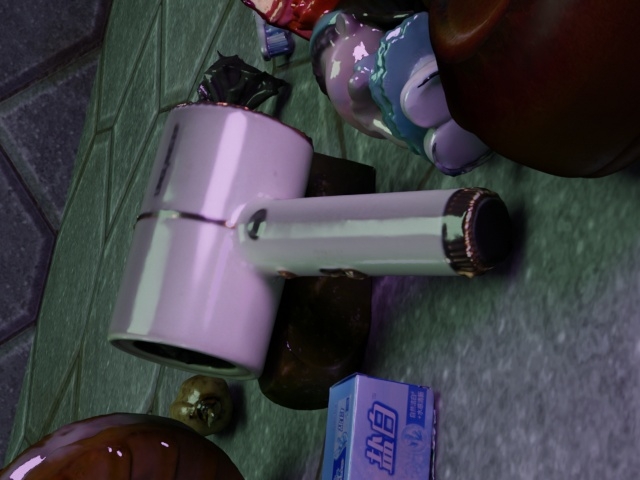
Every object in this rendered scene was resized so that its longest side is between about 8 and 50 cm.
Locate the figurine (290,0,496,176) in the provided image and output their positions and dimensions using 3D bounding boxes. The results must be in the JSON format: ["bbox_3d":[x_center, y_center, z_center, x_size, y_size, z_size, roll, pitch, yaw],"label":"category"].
[{"bbox_3d":[0.060,-0.128,0.950,0.110,0.138,0.245,-33,24,-3],"label":"figurine"}]

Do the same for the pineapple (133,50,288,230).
[{"bbox_3d":[-0.120,-0.088,1.481,0.248,0.128,0.128,-67,20,8],"label":"pineapple"}]

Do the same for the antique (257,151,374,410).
[{"bbox_3d":[-0.006,0.037,1.109,0.081,0.080,0.221,130,147,-54],"label":"antique"}]

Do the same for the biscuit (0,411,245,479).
[{"bbox_3d":[-0.187,0.302,1.108,0.103,0.332,0.332,20,97,42],"label":"biscuit"}]

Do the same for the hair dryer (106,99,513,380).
[{"bbox_3d":[0.000,0.000,0.951,0.362,0.128,0.203,-1,69,44],"label":"hair dryer"}]

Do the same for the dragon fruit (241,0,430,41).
[{"bbox_3d":[0.020,-0.267,1.175,0.189,0.163,0.262,-40,30,14],"label":"dragon fruit"}]

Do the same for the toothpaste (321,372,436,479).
[{"bbox_3d":[0.032,0.230,0.878,0.053,0.066,0.272,143,137,-61],"label":"toothpaste"}]

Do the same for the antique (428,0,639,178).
[{"bbox_3d":[0.149,-0.148,0.711,0.278,0.129,0.224,153,129,-68],"label":"antique"}]

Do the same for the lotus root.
[{"bbox_3d":[-0.125,0.176,1.375,0.072,0.063,0.152,-52,8,-11],"label":"lotus root"}]

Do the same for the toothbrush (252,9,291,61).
[{"bbox_3d":[-0.073,-0.336,1.619,0.386,0.040,0.040,-99,29,-50],"label":"toothbrush"}]
